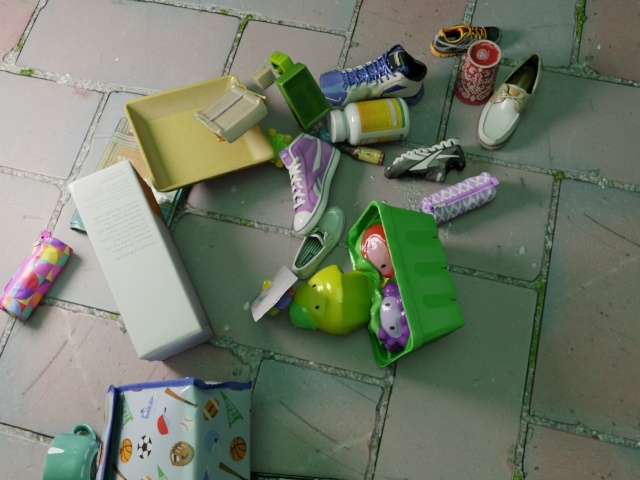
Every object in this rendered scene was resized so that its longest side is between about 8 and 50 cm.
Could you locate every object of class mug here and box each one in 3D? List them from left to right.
[{"bbox_3d":[-0.572,0.511,1.440,0.098,0.129,0.157,5,71,2],"label":"mug"},{"bbox_3d":[0.438,-0.486,1.717,0.113,0.169,0.150,-10,71,0],"label":"mug"}]

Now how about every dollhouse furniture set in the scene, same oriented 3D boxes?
[{"bbox_3d":[-0.159,-0.346,1.656,0.301,0.151,0.197,-40,39,-8],"label":"dollhouse furniture set"}]

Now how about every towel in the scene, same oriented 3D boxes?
[{"bbox_3d":[-0.514,-0.162,1.724,0.272,0.040,0.370,15,72,7],"label":"towel"}]

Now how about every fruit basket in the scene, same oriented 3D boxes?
[{"bbox_3d":[0.112,0.119,1.489,0.392,0.283,0.392,6,66,-13],"label":"fruit basket"}]

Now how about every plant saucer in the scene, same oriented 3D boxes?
[{"bbox_3d":[-0.334,-0.284,1.699,0.333,0.081,0.332,-19,62,-15],"label":"plant saucer"}]

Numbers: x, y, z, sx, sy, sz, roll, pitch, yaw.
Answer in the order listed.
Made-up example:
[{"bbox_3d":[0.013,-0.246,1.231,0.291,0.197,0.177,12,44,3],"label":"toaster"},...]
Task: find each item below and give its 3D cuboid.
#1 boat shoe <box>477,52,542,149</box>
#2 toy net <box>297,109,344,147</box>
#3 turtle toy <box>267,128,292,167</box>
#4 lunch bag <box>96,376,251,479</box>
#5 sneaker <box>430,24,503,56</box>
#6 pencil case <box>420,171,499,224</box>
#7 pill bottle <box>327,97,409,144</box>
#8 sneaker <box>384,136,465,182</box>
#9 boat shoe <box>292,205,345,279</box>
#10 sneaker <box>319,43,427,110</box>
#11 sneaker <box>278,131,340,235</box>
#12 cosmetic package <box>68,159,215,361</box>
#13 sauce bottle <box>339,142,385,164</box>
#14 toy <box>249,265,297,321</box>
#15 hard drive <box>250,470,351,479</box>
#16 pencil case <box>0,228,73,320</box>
[{"bbox_3d":[0.529,-0.397,1.715,0.113,0.103,0.302,26,74,12],"label":"boat shoe"},{"bbox_3d":[0.013,-0.379,1.771,0.122,0.045,0.232,10,70,8],"label":"toy net"},{"bbox_3d":[-0.105,-0.252,1.717,0.130,0.066,0.095,22,100,11],"label":"turtle toy"},{"bbox_3d":[-0.362,0.481,1.369,0.386,0.239,0.327,-12,68,34],"label":"lunch bag"},{"bbox_3d":[0.434,-0.595,1.803,0.215,0.083,0.084,-12,69,-3],"label":"sneaker"},{"bbox_3d":[0.366,-0.112,1.632,0.206,0.088,0.086,-25,73,-7],"label":"pencil case"},{"bbox_3d":[0.130,-0.325,1.688,0.209,0.117,0.117,-9,70,-10],"label":"pill bottle"},{"bbox_3d":[0.292,-0.200,1.672,0.234,0.078,0.106,-19,68,-6],"label":"sneaker"},{"bbox_3d":[0.000,0.000,1.618,0.083,0.076,0.226,24,73,11],"label":"boat shoe"},{"bbox_3d":[0.156,-0.461,1.692,0.316,0.182,0.127,-5,72,-10],"label":"sneaker"},{"bbox_3d":[-0.058,-0.159,1.634,0.161,0.102,0.282,28,60,-25],"label":"sneaker"},{"bbox_3d":[-0.432,0.058,1.510,0.162,0.230,0.453,-24,80,-7],"label":"cosmetic package"},{"bbox_3d":[0.116,-0.245,1.717,0.128,0.042,0.042,16,72,7],"label":"sauce bottle"},{"bbox_3d":[-0.106,0.138,1.503,0.056,0.237,0.137,44,86,-14],"label":"toy"},{"bbox_3d":[-0.089,0.656,1.398,0.339,0.064,0.236,2,71,5],"label":"hard drive"},{"bbox_3d":[-0.757,0.090,1.616,0.104,0.104,0.236,23,74,11],"label":"pencil case"}]
